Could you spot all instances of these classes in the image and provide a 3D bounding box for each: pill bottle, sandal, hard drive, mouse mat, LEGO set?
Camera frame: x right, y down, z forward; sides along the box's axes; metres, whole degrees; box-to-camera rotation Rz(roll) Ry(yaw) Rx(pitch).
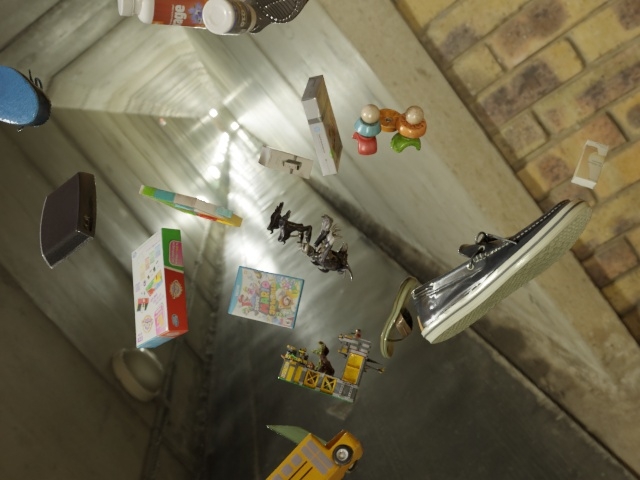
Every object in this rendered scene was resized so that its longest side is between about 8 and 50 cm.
[{"bbox_3d":[-0.377,-0.586,1.558,0.216,0.121,0.121,-4,1,-23],"label":"pill bottle"},{"bbox_3d":[0.272,0.268,2.137,0.120,0.086,0.303,-31,-39,-64],"label":"sandal"},{"bbox_3d":[-0.672,-0.064,1.702,0.172,0.054,0.255,-33,46,15],"label":"hard drive"},{"bbox_3d":[-0.059,0.586,1.913,0.152,0.189,0.007,18,86,34],"label":"mouse mat"},{"bbox_3d":[-0.203,-0.508,1.455,0.078,0.078,0.137,-33,4,25],"label":"pill bottle"},{"bbox_3d":[0.029,0.323,1.761,0.331,0.254,0.192,51,-125,-68],"label":"LEGO set"}]

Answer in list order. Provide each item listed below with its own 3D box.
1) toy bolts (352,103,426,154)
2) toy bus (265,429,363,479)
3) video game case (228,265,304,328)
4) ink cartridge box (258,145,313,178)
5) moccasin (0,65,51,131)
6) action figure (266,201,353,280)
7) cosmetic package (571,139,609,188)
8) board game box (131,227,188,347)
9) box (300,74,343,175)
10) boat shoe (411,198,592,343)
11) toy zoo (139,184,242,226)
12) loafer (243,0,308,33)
[{"bbox_3d":[0.209,-0.393,2.062,0.228,0.158,0.218,-11,52,-17],"label":"toy bolts"},{"bbox_3d":[-0.043,0.609,1.612,0.332,0.108,0.130,-44,59,-16],"label":"toy bus"},{"bbox_3d":[-0.130,0.135,1.535,0.015,0.166,0.119,30,-108,-76],"label":"video game case"},{"bbox_3d":[-0.099,-0.225,1.832,0.099,0.135,0.056,-143,68,-68],"label":"ink cartridge box"},{"bbox_3d":[-0.718,-0.346,1.488,0.117,0.342,0.138,16,-79,-60],"label":"moccasin"},{"bbox_3d":[0.000,0.000,1.733,0.141,0.275,0.164,-57,25,1],"label":"action figure"},{"bbox_3d":[0.711,-0.201,1.688,0.041,0.060,0.115,69,-138,-72],"label":"cosmetic package"},{"bbox_3d":[-0.498,0.150,1.965,0.064,0.317,0.242,6,-22,-37],"label":"board game box"},{"bbox_3d":[0.006,-0.262,1.452,0.038,0.186,0.145,-8,31,13],"label":"box"},{"bbox_3d":[0.407,0.053,1.515,0.500,0.156,0.186,-44,-29,28],"label":"boat shoe"},{"bbox_3d":[-0.357,-0.095,1.835,0.293,0.192,0.030,14,83,36],"label":"toy zoo"},{"bbox_3d":[-0.139,-0.744,1.956,0.130,0.134,0.366,-49,29,-18],"label":"loafer"}]
